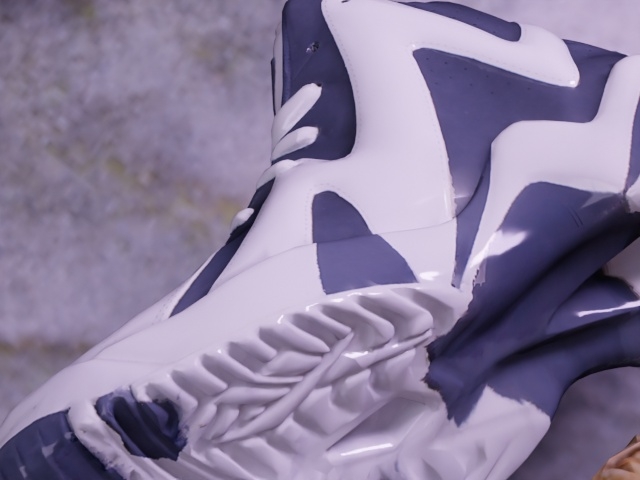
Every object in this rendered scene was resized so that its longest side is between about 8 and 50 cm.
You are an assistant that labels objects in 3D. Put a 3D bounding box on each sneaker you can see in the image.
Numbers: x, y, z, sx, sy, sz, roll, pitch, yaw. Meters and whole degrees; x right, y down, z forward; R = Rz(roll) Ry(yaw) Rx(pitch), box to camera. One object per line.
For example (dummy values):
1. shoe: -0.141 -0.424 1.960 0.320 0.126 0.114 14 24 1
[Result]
1. sneaker: 0.000 0.000 0.427 0.235 0.094 0.153 -31 37 -16

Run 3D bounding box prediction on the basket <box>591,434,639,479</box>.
1. basket: 0.158 0.065 0.252 0.299 0.213 0.223 -27 64 46
